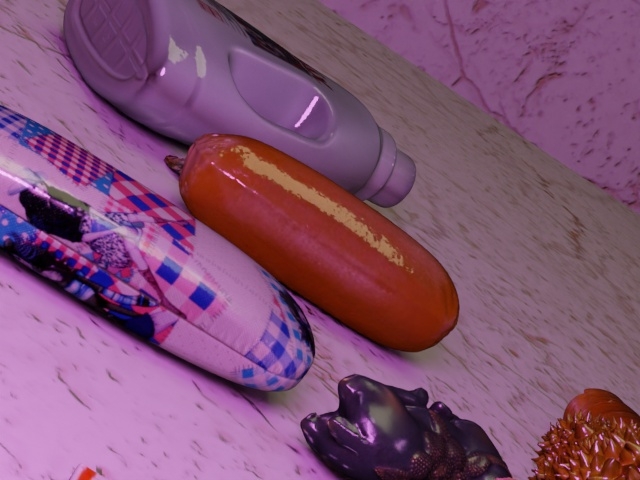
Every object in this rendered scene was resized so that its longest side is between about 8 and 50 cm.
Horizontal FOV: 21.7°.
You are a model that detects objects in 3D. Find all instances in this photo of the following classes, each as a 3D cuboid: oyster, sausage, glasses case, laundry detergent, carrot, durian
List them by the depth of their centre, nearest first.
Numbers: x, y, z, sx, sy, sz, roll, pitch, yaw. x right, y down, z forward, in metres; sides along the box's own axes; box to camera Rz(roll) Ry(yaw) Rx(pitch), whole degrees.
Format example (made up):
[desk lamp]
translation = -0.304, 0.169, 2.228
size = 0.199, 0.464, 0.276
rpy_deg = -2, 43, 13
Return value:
[glasses case]
translation = -0.143, 0.000, 1.144
size = 0.327, 0.076, 0.125
rpy_deg = 33, 13, -15
[durian]
translation = 0.226, 0.204, 1.242
size = 0.168, 0.137, 0.158
rpy_deg = 61, 6, 5
[sausage]
translation = 0.000, 0.000, 1.433
size = 0.274, 0.105, 0.105
rpy_deg = 33, 15, -12
[carrot]
translation = 0.269, 0.191, 1.491
size = 0.087, 0.087, 0.193
rpy_deg = 35, 12, -5
[oyster]
translation = -0.106, -0.062, 1.541
size = 0.083, 0.019, 0.054
rpy_deg = 24, 18, -40
[laundry detergent]
translation = -0.054, -0.128, 1.679
size = 0.397, 0.125, 0.264
rpy_deg = 29, 15, -36

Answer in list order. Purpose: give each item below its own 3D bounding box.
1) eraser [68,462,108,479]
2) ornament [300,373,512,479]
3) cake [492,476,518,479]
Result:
[eraser]
translation = -0.043, 0.209, 0.793
size = 0.230, 0.038, 0.157
rpy_deg = 34, 14, -5
[ornament]
translation = 0.112, 0.195, 1.114
size = 0.202, 0.080, 0.236
rpy_deg = 27, 17, -45
[cake]
translation = 0.169, 0.248, 1.016
size = 0.225, 0.109, 0.090
rpy_deg = 40, 16, 12
